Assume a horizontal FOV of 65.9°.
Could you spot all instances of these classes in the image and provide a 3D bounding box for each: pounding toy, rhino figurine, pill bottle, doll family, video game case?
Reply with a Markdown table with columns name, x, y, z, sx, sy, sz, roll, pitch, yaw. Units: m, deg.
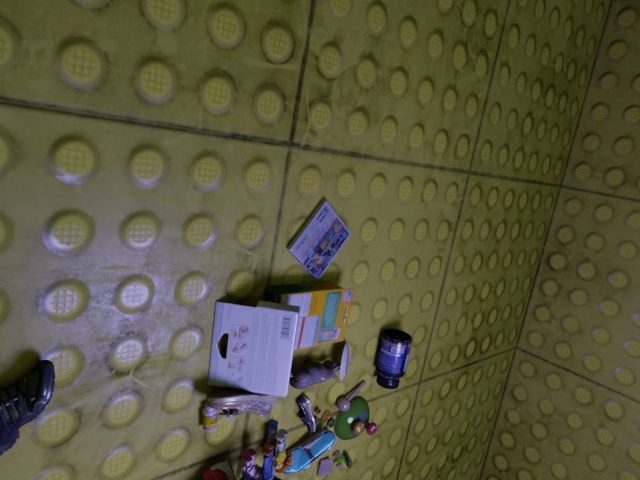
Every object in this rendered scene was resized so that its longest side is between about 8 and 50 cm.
| name | x | y | z | sx | sy | sz | roll | pitch | yaw |
| --- | --- | --- | --- | --- | --- | --- | --- | --- | --- |
| pounding toy | 0.155 | 0.708 | 1.960 | 0.183 | 0.110 | 0.237 | -23 | 121 | -37 |
| rhino figurine | -0.020 | 0.453 | 1.696 | 0.243 | 0.106 | 0.073 | 0 | 106 | -43 |
| pill bottle | 0.290 | 0.479 | 1.993 | 0.123 | 0.123 | 0.219 | -2 | 108 | -43 |
| doll family | -0.162 | 0.726 | 1.604 | 0.263 | 0.118 | 0.163 | -33 | 131 | -63 |
| video game case | 0.000 | 0.000 | 1.604 | 0.201 | 0.023 | 0.183 | -54 | 134 | -15 |
| pill bottle | -0.330 | 0.523 | 1.472 | 0.043 | 0.043 | 0.083 | -13 | 114 | -40 |

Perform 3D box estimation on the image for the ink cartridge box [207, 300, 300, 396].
| name | x | y | z | sx | sy | sz | roll | pitch | yaw |
| --- | --- | --- | --- | --- | --- | --- | --- | --- | --- |
| ink cartridge box | -0.197 | 0.312 | 1.456 | 0.239 | 0.060 | 0.275 | 9 | 103 | 1 |

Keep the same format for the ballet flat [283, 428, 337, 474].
| name | x | y | z | sx | sy | sz | roll | pitch | yaw |
| --- | --- | --- | --- | --- | --- | --- | --- | --- | --- |
| ballet flat | -0.048 | 0.777 | 1.810 | 0.241 | 0.077 | 0.091 | -23 | 78 | -18 |

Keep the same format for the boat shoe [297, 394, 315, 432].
| name | x | y | z | sx | sy | sz | roll | pitch | yaw |
| --- | --- | --- | --- | --- | --- | --- | --- | --- | --- |
| boat shoe | -0.055 | 0.626 | 1.772 | 0.049 | 0.056 | 0.152 | -20 | 107 | -28 |

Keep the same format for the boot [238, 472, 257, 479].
| name | x | y | z | sx | sy | sz | roll | pitch | yaw |
| --- | --- | --- | --- | --- | --- | --- | --- | --- | --- |
| boot | -0.242 | 0.877 | 1.491 | 0.222 | 0.118 | 0.338 | -20 | 114 | -3 |

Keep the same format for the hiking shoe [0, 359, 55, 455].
| name | x | y | z | sx | sy | sz | roll | pitch | yaw |
| --- | --- | --- | --- | --- | --- | --- | --- | --- | --- |
| hiking shoe | -0.668 | 0.351 | 1.053 | 0.227 | 0.086 | 0.114 | -57 | 138 | -10 |

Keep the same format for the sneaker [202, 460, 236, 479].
| name | x | y | z | sx | sy | sz | roll | pitch | yaw |
| --- | --- | --- | --- | --- | --- | --- | --- | --- | --- |
| sneaker | -0.332 | 0.826 | 1.570 | 0.118 | 0.107 | 0.279 | -7 | 108 | -22 |

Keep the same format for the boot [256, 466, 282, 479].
| name | x | y | z | sx | sy | sz | roll | pitch | yaw |
| --- | --- | --- | --- | --- | --- | --- | --- | --- | --- |
| boot | -0.232 | 0.940 | 1.696 | 0.269 | 0.089 | 0.236 | -49 | 132 | -17 |

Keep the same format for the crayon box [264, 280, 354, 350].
| name | x | y | z | sx | sy | sz | roll | pitch | yaw |
| --- | --- | --- | --- | --- | --- | --- | --- | --- | --- |
| crayon box | -0.044 | 0.246 | 1.612 | 0.323 | 0.083 | 0.203 | 0 | 106 | -43 |

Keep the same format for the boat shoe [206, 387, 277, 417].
| name | x | y | z | sx | sy | sz | roll | pitch | yaw |
| --- | --- | --- | --- | --- | --- | --- | --- | --- | --- |
| boat shoe | -0.231 | 0.499 | 1.493 | 0.285 | 0.104 | 0.089 | 23 | 74 | -51 |

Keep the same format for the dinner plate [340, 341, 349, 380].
| name | x | y | z | sx | sy | sz | roll | pitch | yaw |
| --- | --- | --- | --- | --- | --- | --- | --- | --- | --- |
| dinner plate | 0.092 | 0.446 | 1.812 | 0.141 | 0.017 | 0.141 | 6 | 90 | -79 |

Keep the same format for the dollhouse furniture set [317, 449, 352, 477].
| name | x | y | z | sx | sy | sz | roll | pitch | yaw |
| --- | --- | --- | --- | --- | --- | --- | --- | --- | --- |
| dollhouse furniture set | 0.049 | 0.893 | 1.992 | 0.151 | 0.058 | 0.076 | 0 | 114 | -24 |

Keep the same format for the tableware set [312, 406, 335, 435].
| name | x | y | z | sx | sy | sz | roll | pitch | yaw |
| --- | --- | --- | --- | --- | --- | --- | --- | --- | --- |
| tableware set | 0.006 | 0.685 | 1.870 | 0.104 | 0.024 | 0.154 | -44 | 130 | -23 |
